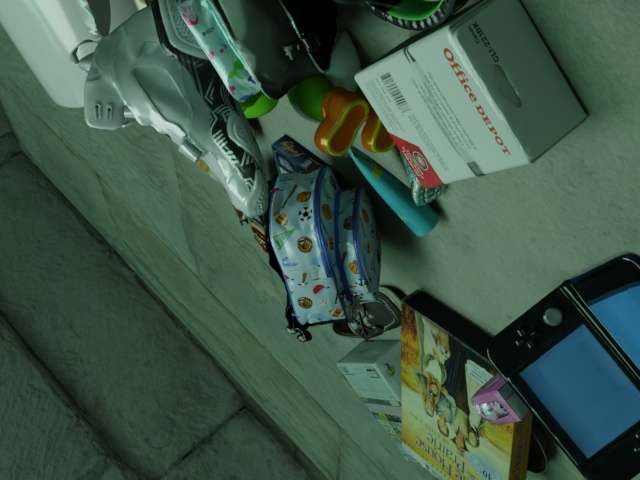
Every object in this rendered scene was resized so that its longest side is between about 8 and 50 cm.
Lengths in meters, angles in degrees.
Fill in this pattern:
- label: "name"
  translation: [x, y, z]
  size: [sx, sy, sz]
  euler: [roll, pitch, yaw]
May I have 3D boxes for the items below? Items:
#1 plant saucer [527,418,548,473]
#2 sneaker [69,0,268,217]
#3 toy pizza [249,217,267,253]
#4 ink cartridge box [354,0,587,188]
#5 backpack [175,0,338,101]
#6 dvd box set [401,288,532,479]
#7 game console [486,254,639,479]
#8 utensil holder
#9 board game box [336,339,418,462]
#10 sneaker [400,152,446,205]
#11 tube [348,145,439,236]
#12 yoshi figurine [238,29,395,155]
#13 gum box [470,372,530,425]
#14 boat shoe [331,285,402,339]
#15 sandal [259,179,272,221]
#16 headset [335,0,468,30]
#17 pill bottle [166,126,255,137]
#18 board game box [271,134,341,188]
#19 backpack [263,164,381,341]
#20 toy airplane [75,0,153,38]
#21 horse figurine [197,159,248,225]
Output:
- label: "plant saucer"
  translation: [0.382, 0.373, 1.937]
  size: [0.198, 0.036, 0.199]
  euler: [43, 158, 22]
- label: "sneaker"
  translation: [-0.227, -0.179, 1.490]
  size: [0.137, 0.210, 0.366]
  euler: [-85, -29, -83]
- label: "toy pizza"
  translation: [-0.108, 0.026, 2.346]
  size: [0.201, 0.032, 0.201]
  euler: [46, 172, 8]
- label: "ink cartridge box"
  translation: [0.189, -0.191, 1.290]
  size: [0.197, 0.114, 0.273]
  euler: [57, 160, -10]
- label: "backpack"
  translation: [-0.077, -0.336, 1.420]
  size: [0.191, 0.253, 0.225]
  euler: [-21, 115, 26]
- label: "dvd box set"
  translation: [0.279, 0.336, 1.927]
  size: [0.307, 0.062, 0.421]
  euler: [35, 141, 40]
- label: "game console"
  translation: [0.420, 0.200, 1.391]
  size: [0.293, 0.250, 0.173]
  euler: [51, -174, 3]
- label: "utensil holder"
  translation: [-0.496, -0.505, 1.934]
  size: [0.327, 0.327, 0.386]
  euler: [29, 152, 46]
- label: "board game box"
  translation: [0.194, 0.377, 2.260]
  size: [0.303, 0.097, 0.224]
  euler: [56, 160, -8]
- label: "sneaker"
  translation: [0.160, -0.128, 1.562]
  size: [0.166, 0.065, 0.076]
  euler: [82, 161, -48]
- label: "tube"
  translation: [0.113, -0.090, 1.631]
  size: [0.207, 0.052, 0.080]
  euler: [42, -176, -23]
- label: "yoshi figurine"
  translation: [-0.046, -0.238, 1.613]
  size: [0.362, 0.203, 0.204]
  euler: [40, 164, 36]
- label: "gum box"
  translation: [0.333, 0.217, 1.559]
  size: [0.062, 0.188, 0.107]
  euler: [51, 159, 3]
- label: "boat shoe"
  translation: [0.103, 0.168, 2.106]
  size: [0.103, 0.092, 0.285]
  euler: [54, 160, -6]
- label: "sandal"
  translation: [-0.108, -0.086, 2.159]
  size: [0.120, 0.086, 0.303]
  euler: [50, 177, 24]
- label: "headset"
  translation: [0.015, -0.399, 1.210]
  size: [0.394, 0.185, 0.243]
  euler: [40, 156, 27]
- label: "pill bottle"
  translation: [-0.243, -0.248, 2.094]
  size: [0.245, 0.130, 0.130]
  euler: [31, 151, 45]
- label: "board game box"
  translation: [-0.016, -0.085, 2.009]
  size: [0.165, 0.042, 0.243]
  euler: [38, 156, 33]
- label: "backpack"
  translation: [0.000, 0.000, 1.805]
  size: [0.277, 0.213, 0.263]
  euler: [-91, -21, -49]
- label: "toy airplane"
  translation: [-0.281, -0.472, 1.599]
  size: [0.386, 0.272, 0.385]
  euler: [64, -167, -64]
- label: "horse figurine"
  translation: [-0.236, -0.177, 2.295]
  size: [0.263, 0.066, 0.174]
  euler: [45, 153, 12]
